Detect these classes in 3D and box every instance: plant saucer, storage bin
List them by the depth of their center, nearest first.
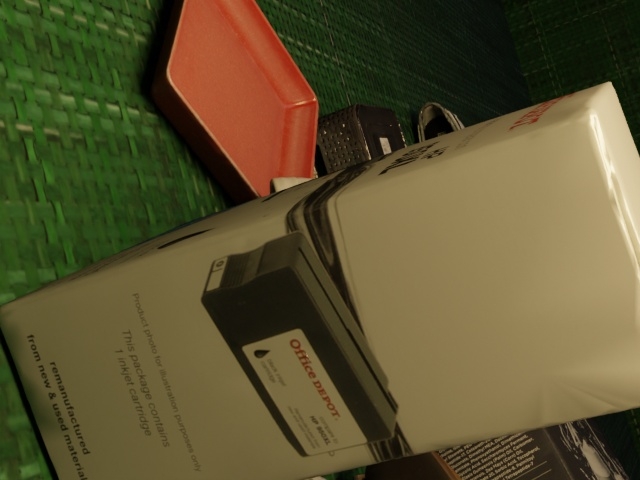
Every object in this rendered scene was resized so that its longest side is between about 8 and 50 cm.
[{"bbox_3d":[-0.086,-0.149,1.007,0.259,0.048,0.258,53,29,-39],"label":"plant saucer"},{"bbox_3d":[0.052,-0.104,1.259,0.180,0.084,0.122,-12,85,-69],"label":"storage bin"}]

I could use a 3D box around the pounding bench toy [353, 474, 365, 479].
[{"bbox_3d":[0.086,0.278,1.070,0.083,0.065,0.052,25,51,-63],"label":"pounding bench toy"}]

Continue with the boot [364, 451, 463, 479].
[{"bbox_3d":[0.158,0.321,0.914,0.115,0.112,0.305,38,16,-49],"label":"boot"}]

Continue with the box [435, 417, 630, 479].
[{"bbox_3d":[0.288,0.358,1.180,0.343,0.179,0.312,33,25,-52],"label":"box"}]

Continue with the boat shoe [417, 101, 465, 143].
[{"bbox_3d":[0.233,-0.097,1.646,0.105,0.113,0.306,37,40,-62],"label":"boat shoe"}]

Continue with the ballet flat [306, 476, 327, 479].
[{"bbox_3d":[-0.033,0.246,0.750,0.400,0.139,0.139,1,73,-67],"label":"ballet flat"}]

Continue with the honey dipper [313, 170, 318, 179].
[{"bbox_3d":[0.000,0.000,1.129,0.030,0.030,0.160,-6,82,-68],"label":"honey dipper"}]

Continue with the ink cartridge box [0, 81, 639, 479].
[{"bbox_3d":[0.033,0.033,0.680,0.166,0.395,0.285,71,21,-6],"label":"ink cartridge box"}]

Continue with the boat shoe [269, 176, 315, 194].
[{"bbox_3d":[-0.028,0.071,0.915,0.096,0.088,0.267,-177,-86,-81],"label":"boat shoe"}]
